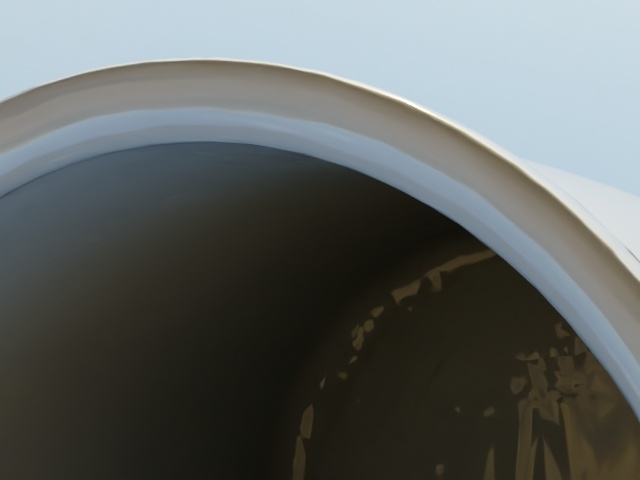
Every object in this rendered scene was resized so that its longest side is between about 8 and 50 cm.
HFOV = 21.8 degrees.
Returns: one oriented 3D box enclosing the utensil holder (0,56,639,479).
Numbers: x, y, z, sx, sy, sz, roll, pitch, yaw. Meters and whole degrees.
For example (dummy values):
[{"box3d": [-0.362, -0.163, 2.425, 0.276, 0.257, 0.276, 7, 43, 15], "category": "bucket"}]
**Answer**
[{"box3d": [0.038, 0.121, 0.594, 0.327, 0.327, 0.385, 33, -168, 22], "category": "utensil holder"}]
